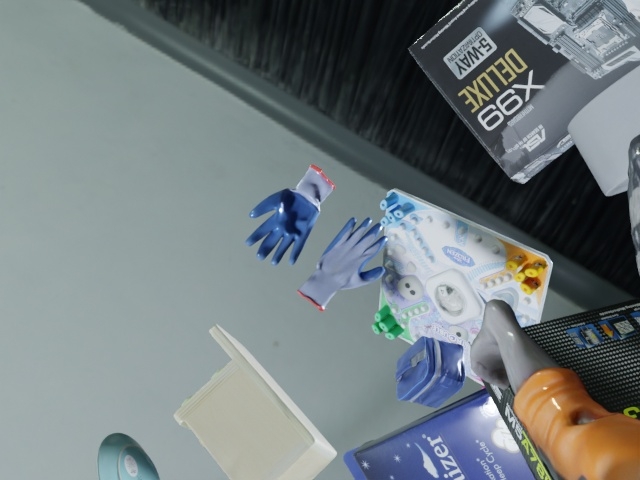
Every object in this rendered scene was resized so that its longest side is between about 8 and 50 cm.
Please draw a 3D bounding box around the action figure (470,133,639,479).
[{"bbox_3d":[0.102,0.104,0.251,0.342,0.178,0.330,-2,27,12],"label":"action figure"}]

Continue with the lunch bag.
[{"bbox_3d":[0.134,0.169,0.977,0.065,0.098,0.067,17,48,-16],"label":"lunch bag"}]

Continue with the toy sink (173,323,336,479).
[{"bbox_3d":[-0.110,0.260,1.106,0.131,0.153,0.234,-42,66,-7],"label":"toy sink"}]

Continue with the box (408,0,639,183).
[{"bbox_3d":[0.309,-0.264,1.011,0.242,0.307,0.077,57,21,18],"label":"box"}]

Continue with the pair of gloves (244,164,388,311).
[{"bbox_3d":[0.000,0.000,1.066,0.198,0.023,0.159,42,76,-5],"label":"pair of gloves"}]

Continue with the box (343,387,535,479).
[{"bbox_3d":[0.124,0.229,0.710,0.036,0.225,0.136,-24,80,-55],"label":"box"}]

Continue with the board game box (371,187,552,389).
[{"bbox_3d":[0.277,0.127,1.629,0.390,0.389,0.050,27,42,33],"label":"board game box"}]

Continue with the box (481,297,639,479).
[{"bbox_3d":[0.223,0.118,0.476,0.191,0.045,0.184,-12,41,-9],"label":"box"}]

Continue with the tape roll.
[{"bbox_3d":[0.329,-0.121,0.649,0.219,0.219,0.072,-20,78,-27],"label":"tape roll"}]

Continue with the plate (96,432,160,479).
[{"bbox_3d":[-0.319,0.418,1.316,0.024,0.188,0.188,-27,55,11],"label":"plate"}]
